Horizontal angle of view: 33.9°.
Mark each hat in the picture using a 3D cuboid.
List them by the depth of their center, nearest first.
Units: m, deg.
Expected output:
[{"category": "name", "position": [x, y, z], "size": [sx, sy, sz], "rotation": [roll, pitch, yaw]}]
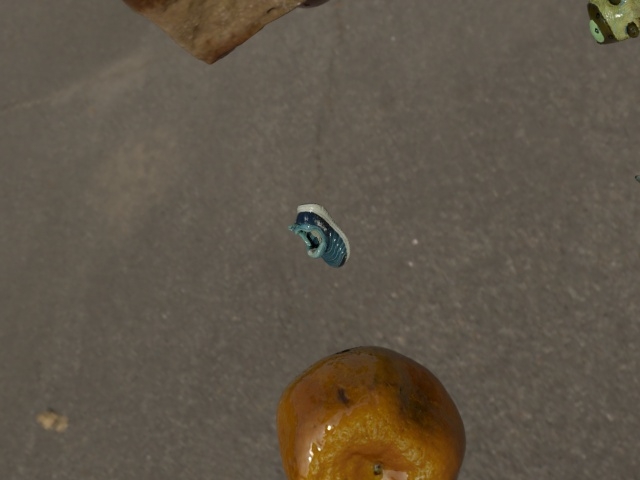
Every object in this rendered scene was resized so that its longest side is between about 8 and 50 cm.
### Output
[{"category": "hat", "position": [0.425, -0.323, 1.494], "size": [0.076, 0.077, 0.059], "rotation": [-14, 7, -9]}]

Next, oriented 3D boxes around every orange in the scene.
[{"category": "orange", "position": [0.061, 0.247, 1.309], "size": [0.249, 0.249, 0.183], "rotation": [-37, 18, -1]}]

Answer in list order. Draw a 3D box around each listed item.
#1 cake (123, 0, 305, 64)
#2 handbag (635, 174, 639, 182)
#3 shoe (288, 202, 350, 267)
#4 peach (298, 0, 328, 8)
[{"category": "cake", "position": [-0.101, -0.273, 0.859], "size": [0.196, 0.293, 0.198], "rotation": [-40, 52, 10]}, {"category": "handbag", "position": [0.572, -0.086, 1.168], "size": [0.329, 0.303, 0.121], "rotation": [8, 85, 59]}, {"category": "shoe", "position": [0.000, 0.000, 1.841], "size": [0.064, 0.143, 0.071], "rotation": [-2, 46, 40]}, {"category": "peach", "position": [-0.024, -0.339, 1.222], "size": [0.152, 0.152, 0.152], "rotation": [-19, 43, 19]}]
